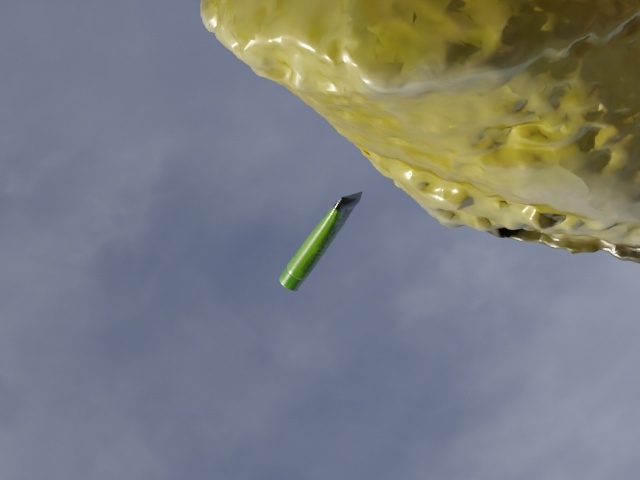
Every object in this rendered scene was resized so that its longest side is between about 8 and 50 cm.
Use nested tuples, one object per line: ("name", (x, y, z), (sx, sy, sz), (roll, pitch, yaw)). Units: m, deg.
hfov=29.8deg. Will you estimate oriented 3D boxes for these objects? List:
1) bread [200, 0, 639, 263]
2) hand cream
("bread", (0.070, -0.091, 0.450), (0.197, 0.197, 0.170), (-51, -52, -15))
("hand cream", (0.000, 0.000, 1.151), (0.023, 0.122, 0.036), (48, -148, 18))
